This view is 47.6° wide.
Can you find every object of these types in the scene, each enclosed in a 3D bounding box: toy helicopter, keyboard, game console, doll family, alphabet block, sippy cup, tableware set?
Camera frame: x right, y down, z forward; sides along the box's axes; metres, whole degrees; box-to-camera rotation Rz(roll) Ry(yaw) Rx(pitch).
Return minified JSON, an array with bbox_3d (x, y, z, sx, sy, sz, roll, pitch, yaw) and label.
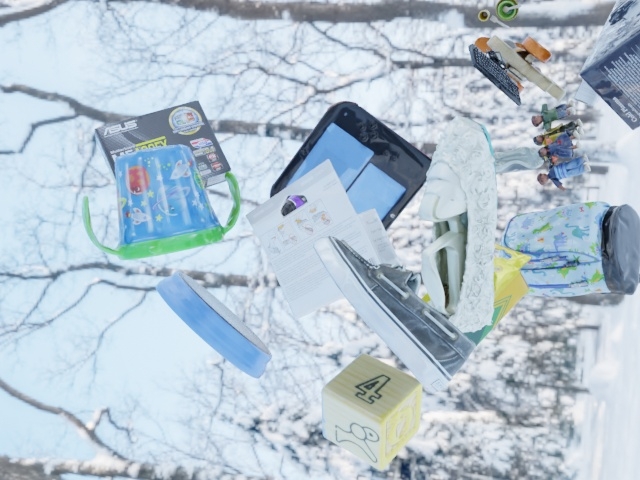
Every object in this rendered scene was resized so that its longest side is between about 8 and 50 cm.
[{"bbox_3d":[0.583,-0.486,2.058,0.355,0.235,0.140,17,-62,-45],"label":"toy helicopter"},{"bbox_3d":[0.388,-0.374,1.578,0.192,0.038,0.100,25,-134,-42],"label":"keyboard"},{"bbox_3d":[0.081,-0.162,2.039,0.386,0.342,0.060,-52,4,19],"label":"game console"},{"bbox_3d":[0.497,-0.199,1.529,0.076,0.111,0.193,32,-130,-43],"label":"doll family"},{"bbox_3d":[0.136,0.449,1.924,0.193,0.197,0.192,-36,-44,-39],"label":"alphabet block"},{"bbox_3d":[-0.344,-0.088,1.582,0.305,0.240,0.224,-18,-81,-59],"label":"sippy cup"},{"bbox_3d":[0.375,-0.517,1.483,0.024,0.104,0.154,-49,-13,-51],"label":"tableware set"}]

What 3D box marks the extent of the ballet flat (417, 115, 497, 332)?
[{"bbox_3d":[0.242,-0.013,1.304,0.147,0.147,0.409,-42,-52,-66],"label":"ballet flat"}]

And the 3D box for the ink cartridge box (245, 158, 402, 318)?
[{"bbox_3d":[0.000,0.000,1.529,0.066,0.296,0.261,-21,-96,-46],"label":"ink cartridge box"}]

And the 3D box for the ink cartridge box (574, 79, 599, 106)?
[{"bbox_3d":[0.768,-0.512,1.874,0.303,0.072,0.307,-31,-35,-59],"label":"ink cartridge box"}]

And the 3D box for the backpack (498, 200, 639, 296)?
[{"bbox_3d":[0.689,0.030,2.051,0.273,0.355,0.290,43,-128,-21],"label":"backpack"}]

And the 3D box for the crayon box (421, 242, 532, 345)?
[{"bbox_3d":[0.408,0.148,1.940,0.318,0.202,0.081,-44,-57,-11],"label":"crayon box"}]

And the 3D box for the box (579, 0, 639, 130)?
[{"bbox_3d":[0.747,-0.448,1.483,0.343,0.179,0.312,-54,10,-36],"label":"box"}]

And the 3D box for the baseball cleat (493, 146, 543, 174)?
[{"bbox_3d":[0.542,-0.225,2.098,0.109,0.206,0.072,146,118,-62],"label":"baseball cleat"}]

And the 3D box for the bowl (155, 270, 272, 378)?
[{"bbox_3d":[-0.291,0.230,2.039,0.077,0.391,0.391,-48,-25,-4],"label":"bowl"}]

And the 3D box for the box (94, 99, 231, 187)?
[{"bbox_3d":[-0.385,-0.210,1.775,0.216,0.270,0.060,64,158,16],"label":"box"}]

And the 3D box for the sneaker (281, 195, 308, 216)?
[{"bbox_3d":[-0.046,0.004,1.811,0.146,0.102,0.293,-40,-43,-19],"label":"sneaker"}]

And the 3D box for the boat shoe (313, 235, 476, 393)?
[{"bbox_3d":[0.120,0.097,1.193,0.119,0.335,0.121,-41,-28,-3],"label":"boat shoe"}]
